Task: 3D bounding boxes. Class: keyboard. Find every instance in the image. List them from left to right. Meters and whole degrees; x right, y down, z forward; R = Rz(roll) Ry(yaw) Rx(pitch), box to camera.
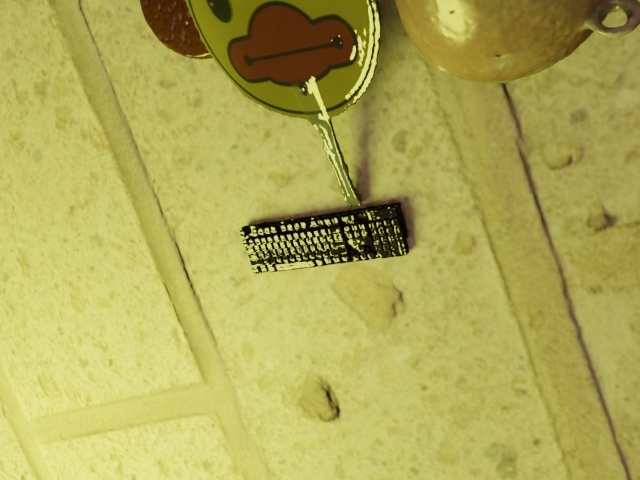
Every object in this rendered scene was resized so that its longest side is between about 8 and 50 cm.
[{"bbox_3d":[0.000,0.000,0.670,0.196,0.018,0.060,-8,104,27],"label":"keyboard"}]

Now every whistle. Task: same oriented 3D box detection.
[{"bbox_3d":[0.102,-0.246,0.490,0.348,0.189,0.189,47,119,26],"label":"whistle"}]

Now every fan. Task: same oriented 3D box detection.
[{"bbox_3d":[-0.027,-0.170,0.569,0.230,0.011,0.335,7,131,43],"label":"fan"}]

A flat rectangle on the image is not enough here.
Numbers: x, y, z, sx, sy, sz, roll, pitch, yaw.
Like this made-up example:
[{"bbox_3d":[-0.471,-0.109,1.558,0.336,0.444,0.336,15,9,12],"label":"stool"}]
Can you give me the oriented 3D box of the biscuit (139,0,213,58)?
[{"bbox_3d":[-0.087,-0.271,0.620,0.236,0.039,0.179,-11,104,27],"label":"biscuit"}]
